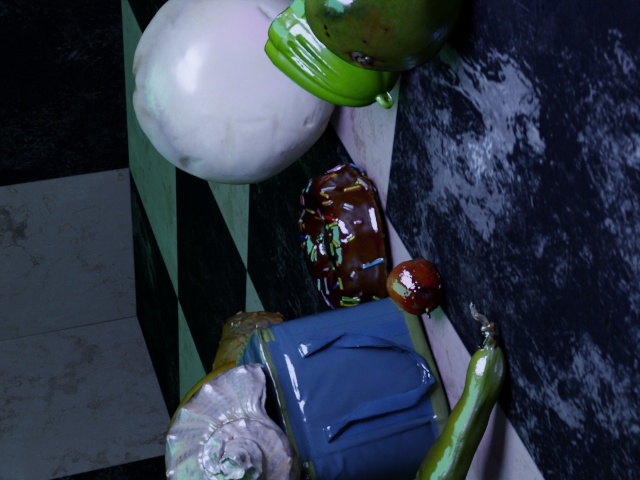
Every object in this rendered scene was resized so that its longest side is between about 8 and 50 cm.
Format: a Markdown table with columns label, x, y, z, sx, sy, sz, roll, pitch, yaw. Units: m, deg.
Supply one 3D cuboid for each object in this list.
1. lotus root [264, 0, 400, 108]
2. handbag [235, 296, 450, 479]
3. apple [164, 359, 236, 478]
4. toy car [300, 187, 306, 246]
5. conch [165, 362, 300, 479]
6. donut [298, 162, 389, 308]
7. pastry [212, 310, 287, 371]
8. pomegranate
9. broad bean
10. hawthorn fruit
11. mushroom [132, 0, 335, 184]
| label | x | y | z | sx | sy | sz | roll | pitch | yaw |
| --- | --- | --- | --- | --- | --- | --- | --- | --- | --- |
| lotus root | 0.044 | -0.238 | 1.613 | 0.186 | 0.186 | 0.186 | 170 | 90 | -73 |
| handbag | 0.031 | 0.226 | 1.728 | 0.222 | 0.241 | 0.263 | 123 | 134 | -65 |
| apple | -0.072 | 0.381 | 2.071 | 0.384 | 0.374 | 0.374 | 54 | 171 | -18 |
| toy car | 0.000 | 0.000 | 2.029 | 0.093 | 0.058 | 0.186 | 180 | 81 | -71 |
| conch | -0.128 | 0.276 | 1.598 | 0.291 | 0.159 | 0.210 | 137 | 119 | -71 |
| donut | 0.031 | 0.001 | 1.873 | 0.235 | 0.089 | 0.235 | 168 | 90 | -74 |
| pastry | -0.119 | 0.266 | 2.359 | 0.311 | 0.161 | 0.255 | -78 | -7 | -63 |
| pomegranate | 0.080 | -0.307 | 1.426 | 0.187 | 0.187 | 0.225 | 167 | 120 | -73 |
| broad bean | 0.171 | 0.232 | 1.512 | 0.075 | 0.067 | 0.325 | 50 | 128 | 50 |
| hawthorn fruit | 0.126 | 0.061 | 1.628 | 0.077 | 0.077 | 0.077 | 170 | 90 | -73 |
| mushroom | -0.105 | -0.241 | 1.902 | 0.315 | 0.356 | 0.315 | 2 | 93 | 46 |
